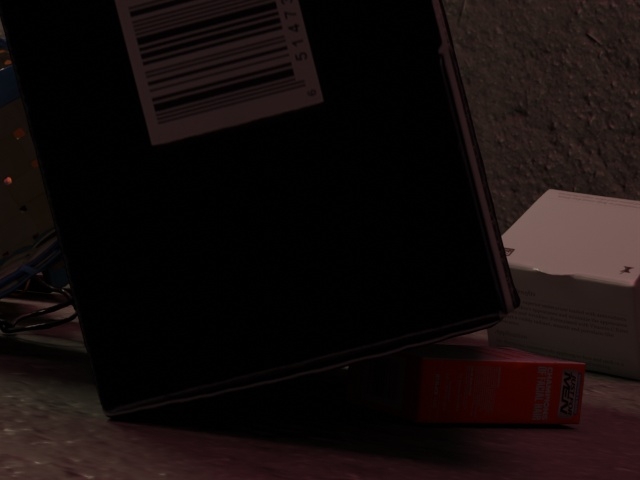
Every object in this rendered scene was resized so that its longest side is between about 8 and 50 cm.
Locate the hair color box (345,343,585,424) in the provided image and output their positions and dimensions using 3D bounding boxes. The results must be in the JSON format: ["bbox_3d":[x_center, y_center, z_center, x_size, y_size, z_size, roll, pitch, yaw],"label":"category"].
[{"bbox_3d":[0.114,0.111,1.336,0.167,0.053,0.093,4,3,-35],"label":"hair color box"}]

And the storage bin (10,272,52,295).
[{"bbox_3d":[-0.329,0.018,1.833,0.135,0.098,0.091,6,-25,-15],"label":"storage bin"}]

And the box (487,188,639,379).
[{"bbox_3d":[0.291,0.043,1.833,0.181,0.119,0.182,10,32,32],"label":"box"}]

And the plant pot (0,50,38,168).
[{"bbox_3d":[-0.423,-0.096,2.168,0.203,0.291,0.291,25,-7,-31],"label":"plant pot"}]

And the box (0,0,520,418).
[{"bbox_3d":[-0.050,-0.152,1.327,0.297,0.480,0.472,-14,1,5],"label":"box"}]

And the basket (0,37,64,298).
[{"bbox_3d":[-0.295,-0.046,1.355,0.255,0.201,0.289,-32,-8,6],"label":"basket"}]

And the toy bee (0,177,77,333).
[{"bbox_3d":[-0.287,-0.021,1.606,0.195,0.162,0.298,-22,13,-37],"label":"toy bee"}]
